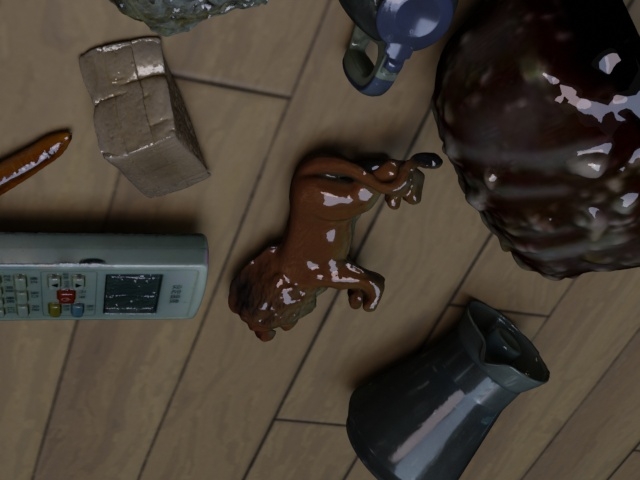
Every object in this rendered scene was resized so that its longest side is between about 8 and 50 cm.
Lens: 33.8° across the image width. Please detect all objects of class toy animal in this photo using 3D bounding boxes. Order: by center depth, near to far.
[{"bbox_3d":[0.000,0.000,1.110,0.157,0.097,0.312,9,129,-13],"label":"toy animal"}]

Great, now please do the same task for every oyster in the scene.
[{"bbox_3d":[-0.095,-0.235,0.882,0.177,0.064,0.125,-30,136,19],"label":"oyster"}]

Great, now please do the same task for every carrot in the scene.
[{"bbox_3d":[-0.318,-0.056,1.019,0.190,0.037,0.037,-25,134,10],"label":"carrot"}]

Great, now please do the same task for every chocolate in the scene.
[{"bbox_3d":[0.226,-0.093,0.987,0.210,0.225,0.340,-23,135,21],"label":"chocolate"}]

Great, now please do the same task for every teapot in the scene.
[{"bbox_3d":[0.057,-0.205,0.909,0.149,0.108,0.111,-35,129,20],"label":"teapot"},{"bbox_3d":[0.163,0.193,1.298,0.225,0.171,0.203,-46,158,20],"label":"teapot"}]

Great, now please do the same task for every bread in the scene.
[{"bbox_3d":[-0.164,-0.113,1.008,0.077,0.105,0.152,-15,167,2],"label":"bread"}]

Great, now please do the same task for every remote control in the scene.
[{"bbox_3d":[-0.291,0.039,1.082,0.344,0.050,0.145,0,153,-13],"label":"remote control"}]
